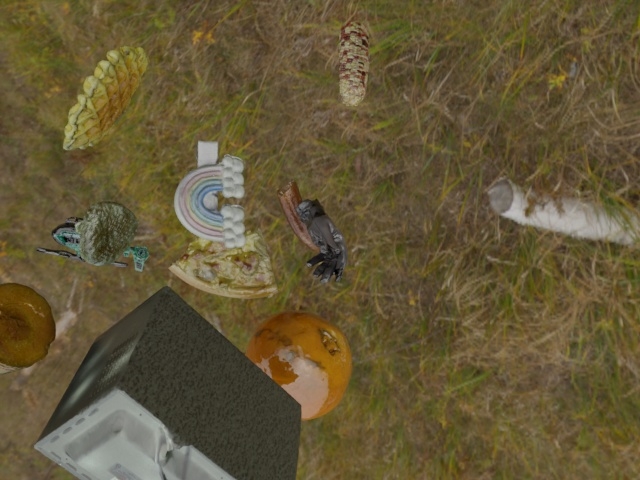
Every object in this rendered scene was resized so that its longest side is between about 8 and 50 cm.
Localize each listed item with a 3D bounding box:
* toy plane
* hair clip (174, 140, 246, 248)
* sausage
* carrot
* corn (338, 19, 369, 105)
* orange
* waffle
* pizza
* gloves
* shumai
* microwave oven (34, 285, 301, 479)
[{"bbox_3d":[-0.811,0.011,2.242,0.382,0.106,0.155,11,98,-22],"label":"toy plane"},{"bbox_3d":[-0.220,-0.093,1.239,0.140,0.220,0.054,0,172,-13],"label":"hair clip"},{"bbox_3d":[-0.055,-0.062,2.014,0.076,0.102,0.302,-3,132,34],"label":"sausage"},{"bbox_3d":[-0.864,0.237,1.622,0.341,0.241,0.241,-12,126,35],"label":"carrot"},{"bbox_3d":[0.091,-0.484,1.693,0.086,0.253,0.086,2,161,1],"label":"corn"},{"bbox_3d":[-0.065,0.347,1.739,0.313,0.312,0.312,9,132,10],"label":"orange"},{"bbox_3d":[-0.476,-0.314,1.383,0.056,0.250,0.261,34,118,-6],"label":"waffle"},{"bbox_3d":[-0.258,0.049,1.770,0.324,0.222,0.089,14,169,-4],"label":"pizza"},{"bbox_3d":[0.008,-0.006,1.795,0.119,0.285,0.142,-7,152,-14],"label":"gloves"},{"bbox_3d":[-0.596,-0.036,1.687,0.142,0.184,0.184,20,138,33],"label":"shumai"},{"bbox_3d":[-0.273,0.374,1.242,0.236,0.374,0.432,-36,113,21],"label":"microwave oven"}]
